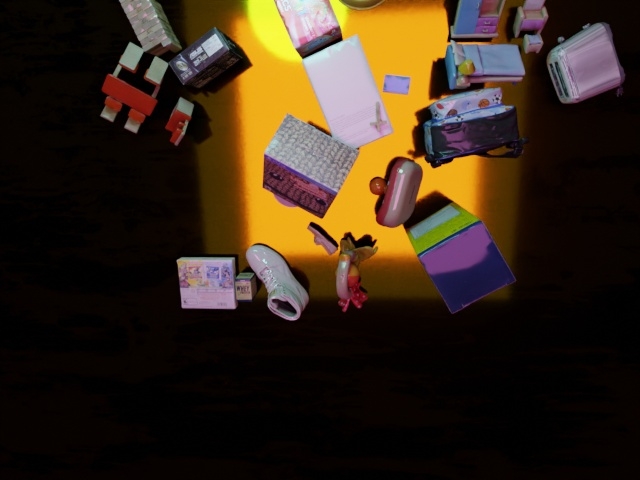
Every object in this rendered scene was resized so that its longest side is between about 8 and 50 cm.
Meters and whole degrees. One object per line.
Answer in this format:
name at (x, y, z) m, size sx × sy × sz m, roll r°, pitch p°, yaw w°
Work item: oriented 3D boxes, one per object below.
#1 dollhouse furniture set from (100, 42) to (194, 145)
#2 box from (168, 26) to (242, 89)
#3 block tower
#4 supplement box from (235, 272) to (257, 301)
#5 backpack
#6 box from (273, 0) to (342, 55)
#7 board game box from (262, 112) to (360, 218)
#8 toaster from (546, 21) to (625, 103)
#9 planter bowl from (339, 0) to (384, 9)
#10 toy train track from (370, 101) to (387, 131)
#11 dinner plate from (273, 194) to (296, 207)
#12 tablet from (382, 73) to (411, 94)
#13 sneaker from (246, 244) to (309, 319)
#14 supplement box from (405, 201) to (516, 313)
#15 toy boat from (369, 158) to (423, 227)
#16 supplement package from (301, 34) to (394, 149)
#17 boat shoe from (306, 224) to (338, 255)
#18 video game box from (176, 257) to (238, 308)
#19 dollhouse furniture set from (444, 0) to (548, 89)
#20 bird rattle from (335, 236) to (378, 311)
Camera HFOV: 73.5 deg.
dollhouse furniture set at (-0.539, -0.423, 1.334) m, size 0.259 × 0.135 × 0.262 m, roll 25°, pitch 144°, yaw -27°
box at (-0.353, -0.561, 1.333) m, size 0.180 × 0.147 × 0.077 m, roll -31°, pitch 99°, yaw 13°
block tower at (-0.565, -0.748, 1.337) m, size 0.097 × 0.091 × 0.335 m, roll -24°, pitch 100°, yaw 11°
supplement box at (-0.266, 0.165, 1.534) m, size 0.056 × 0.083 × 0.083 m, roll -1°, pitch 102°, yaw 5°
backpack at (0.419, -0.329, 1.260) m, size 0.277 × 0.263 × 0.213 m, roll -7°, pitch 98°, yaw 5°
box at (-0.064, -0.728, 1.268) m, size 0.154 × 0.142 × 0.300 m, roll -23°, pitch 101°, yaw 9°
board game box at (-0.042, -0.210, 1.302) m, size 0.232 × 0.291 × 0.141 m, roll 28°, pitch 76°, yaw -1°
toaster at (0.771, -0.501, 1.255) m, size 0.146 × 0.129 × 0.227 m, roll -23°, pitch 103°, yaw 14°
planter bowl at (0.125, -0.808, 1.258) m, size 0.217 × 0.090 × 0.217 m, roll 1°, pitch 104°, yaw 6°
toy train track at (0.166, -0.353, 1.225) m, size 0.048 × 0.014 × 0.083 m, roll -3°, pitch 97°, yaw 10°
dinner plate at (-0.099, -0.182, 1.470) m, size 0.141 × 0.017 × 0.141 m, roll 1°, pitch 105°, yaw 4°
tablet at (0.243, -0.497, 1.365) m, size 0.083 × 0.006 × 0.054 m, roll 8°, pitch 105°, yaw 4°
sneaker at (-0.158, 0.144, 1.477) m, size 0.108 × 0.169 × 0.292 m, roll -43°, pitch 95°, yaw 15°
supplement box at (0.403, 0.035, 1.299) m, size 0.194 × 0.356 × 0.195 m, roll -31°, pitch 99°, yaw 12°
toy boat at (0.228, -0.160, 1.398) m, size 0.151 × 0.151 × 0.231 m, roll 22°, pitch 106°, yaw 31°
supplement package at (0.086, -0.432, 1.308) m, size 0.177 × 0.175 × 0.293 m, roll -21°, pitch 101°, yaw 9°
boat shoe at (0.000, 0.000, 1.487) m, size 0.135 × 0.050 × 0.045 m, roll 42°, pitch 98°, yaw -5°
video game box at (-0.411, 0.155, 1.565) m, size 0.205 × 0.048 × 0.187 m, roll 0°, pitch 106°, yaw 5°
dollhouse furniture set at (0.496, -0.567, 1.148) m, size 0.286 × 0.198 × 0.303 m, roll 1°, pitch 60°, yaw 5°
bird rattle at (0.089, 0.119, 1.440) m, size 0.143 × 0.207 × 0.253 m, roll 16°, pitch 96°, yaw 20°
